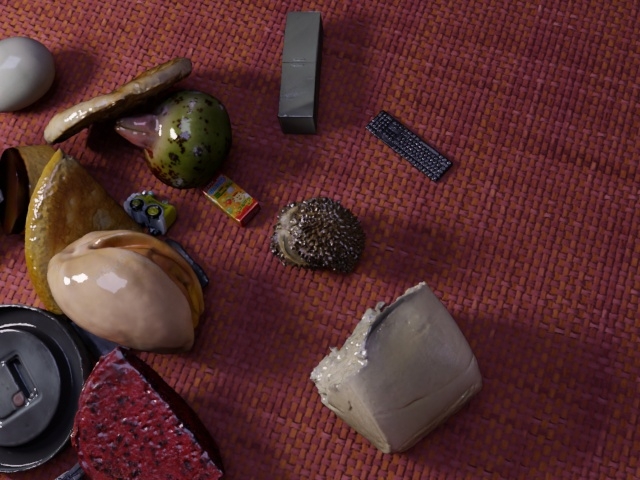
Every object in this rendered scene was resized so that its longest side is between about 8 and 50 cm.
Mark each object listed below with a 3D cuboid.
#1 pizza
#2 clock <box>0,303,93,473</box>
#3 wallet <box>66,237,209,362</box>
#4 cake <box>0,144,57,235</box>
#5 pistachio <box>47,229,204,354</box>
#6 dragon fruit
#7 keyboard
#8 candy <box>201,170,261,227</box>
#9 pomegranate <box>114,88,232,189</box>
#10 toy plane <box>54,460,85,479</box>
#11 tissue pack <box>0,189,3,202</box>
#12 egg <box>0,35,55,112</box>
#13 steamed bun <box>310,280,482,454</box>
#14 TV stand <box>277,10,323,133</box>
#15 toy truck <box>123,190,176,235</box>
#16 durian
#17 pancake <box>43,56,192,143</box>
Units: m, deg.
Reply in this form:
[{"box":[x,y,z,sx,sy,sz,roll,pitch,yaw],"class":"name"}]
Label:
[{"box":[-0.514,-0.005,1.631,0.087,0.268,0.258,11,57,38],"class":"pizza"},{"box":[-0.595,0.284,1.590,0.324,0.067,0.325,-1,84,11],"class":"clock"},{"box":[-0.377,0.126,1.697,0.285,0.030,0.146,-40,70,-11],"class":"wallet"},{"box":[-0.578,-0.102,1.730,0.178,0.185,0.208,2,40,-32],"class":"cake"},{"box":[-0.372,0.099,1.571,0.308,0.230,0.230,29,72,-14],"class":"pistachio"},{"box":[-0.340,0.371,1.543,0.205,0.152,0.317,-39,87,-2],"class":"dragon fruit"},{"box":[0.193,-0.208,1.787,0.204,0.013,0.061,41,77,17],"class":"keyboard"},{"box":[-0.192,-0.088,1.758,0.122,0.038,0.062,39,77,17],"class":"candy"},{"box":[-0.312,-0.216,1.707,0.247,0.214,0.214,5,64,-34],"class":"pomegranate"},{"box":[-0.475,0.461,1.555,0.197,0.078,0.053,-35,68,-24],"class":"toy plane"},{"box":[-0.871,-0.085,1.648,0.356,0.266,0.194,-39,44,0],"class":"tissue pack"},{"box":[-0.700,-0.371,1.843,0.209,0.151,0.151,-32,70,-1],"class":"egg"},{"box":[0.140,0.229,1.495,0.290,0.272,0.273,-44,73,-8],"class":"steamed bun"},{"box":[-0.043,-0.376,1.829,0.082,0.088,0.270,1,69,5],"class":"TV stand"},{"box":[-0.364,-0.068,1.750,0.111,0.076,0.077,28,57,16],"class":"toy truck"},{"box":[0.000,0.000,1.649,0.196,0.196,0.167,31,84,15],"class":"durian"},{"box":[-0.426,-0.299,1.727,0.356,0.356,0.065,-28,107,-6],"class":"pancake"}]
